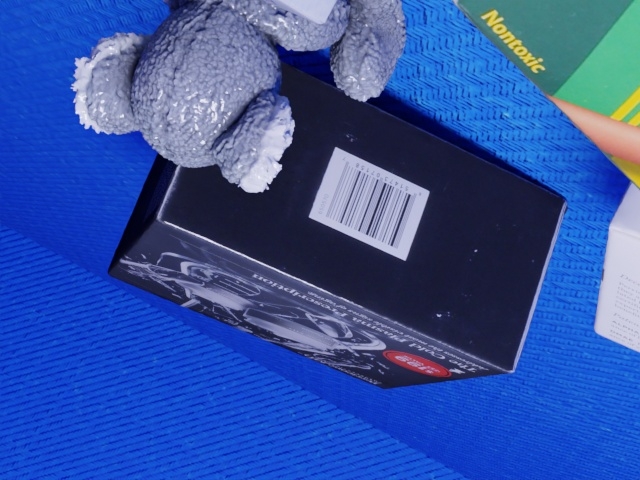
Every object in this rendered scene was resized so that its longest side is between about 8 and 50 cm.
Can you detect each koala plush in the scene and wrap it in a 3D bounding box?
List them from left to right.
[{"bbox_3d":[-0.065,-0.148,0.813,0.196,0.221,0.203,26,161,15],"label":"koala plush"}]

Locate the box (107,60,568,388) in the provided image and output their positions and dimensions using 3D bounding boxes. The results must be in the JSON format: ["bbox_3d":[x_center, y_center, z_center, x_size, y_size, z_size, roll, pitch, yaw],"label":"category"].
[{"bbox_3d":[0.000,0.000,1.083,0.343,0.179,0.312,24,164,-12],"label":"box"}]

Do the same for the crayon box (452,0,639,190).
[{"bbox_3d":[0.286,-0.079,0.421,0.313,0.106,0.363,-21,135,41],"label":"crayon box"}]

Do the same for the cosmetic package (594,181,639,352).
[{"bbox_3d":[0.290,0.000,0.756,0.151,0.151,0.183,24,160,21],"label":"cosmetic package"}]

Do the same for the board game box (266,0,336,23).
[{"bbox_3d":[-0.181,-0.251,0.634,0.318,0.066,0.319,31,-172,35],"label":"board game box"}]
